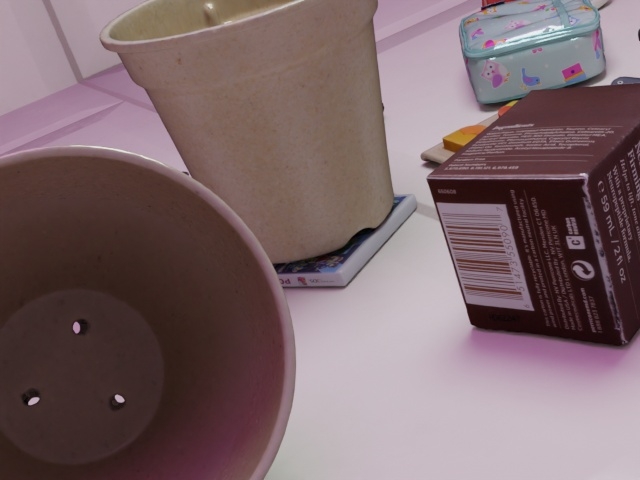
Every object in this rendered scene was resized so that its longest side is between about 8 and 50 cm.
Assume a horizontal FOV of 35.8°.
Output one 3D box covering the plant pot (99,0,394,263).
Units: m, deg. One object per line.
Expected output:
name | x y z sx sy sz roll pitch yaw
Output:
plant pot | -0.051 -0.153 1.184 0.333 0.305 0.334 -14 24 7

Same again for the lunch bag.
lunch bag | 0.338 -0.318 1.573 0.224 0.108 0.279 -14 23 13

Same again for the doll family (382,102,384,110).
doll family | -0.006 -0.209 1.587 0.163 0.118 0.263 0 31 44

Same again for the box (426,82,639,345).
box | 0.237 -0.032 0.927 0.167 0.168 0.203 3 32 44

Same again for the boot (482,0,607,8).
boot | 0.404 -0.481 1.806 0.244 0.176 0.088 -19 21 -2

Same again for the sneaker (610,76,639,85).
sneaker | 0.395 -0.131 1.113 0.163 0.086 0.226 5 22 25

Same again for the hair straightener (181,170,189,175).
hair straightener | -0.260 -0.055 1.557 0.089 0.047 0.230 -8 21 25

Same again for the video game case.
video game case | 0.000 0.000 1.238 0.183 0.023 0.201 -3 27 35

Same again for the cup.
cup | -0.208 0.109 0.843 0.331 0.331 0.237 -27 -2 -18

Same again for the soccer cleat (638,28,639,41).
soccer cleat | 0.500 -0.240 1.222 0.143 0.116 0.331 27 18 28

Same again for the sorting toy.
sorting toy | 0.260 -0.143 1.330 0.193 0.038 0.208 -28 24 -20
